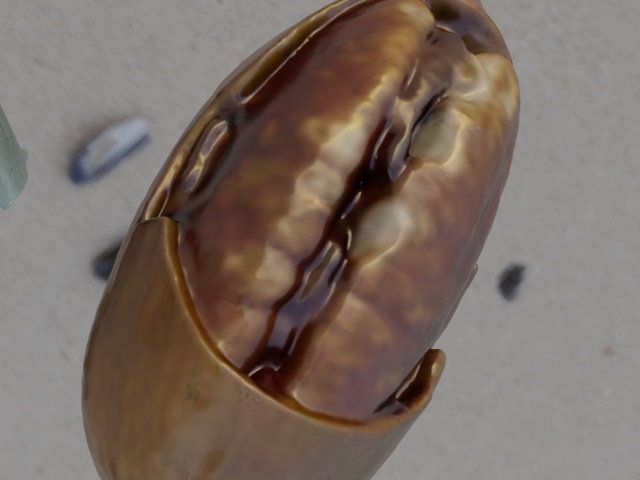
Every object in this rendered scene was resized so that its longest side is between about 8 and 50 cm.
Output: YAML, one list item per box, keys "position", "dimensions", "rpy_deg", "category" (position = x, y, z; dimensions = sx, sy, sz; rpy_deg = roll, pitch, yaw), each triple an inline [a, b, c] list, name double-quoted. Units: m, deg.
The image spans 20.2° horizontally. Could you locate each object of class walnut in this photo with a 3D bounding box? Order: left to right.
- position: [0.000, 0.000, 0.544]
  dimensions: [0.116, 0.115, 0.207]
  rpy_deg: [48, 64, -43]
  category: "walnut"

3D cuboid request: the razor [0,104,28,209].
- position: [-0.168, -0.038, 0.591]
  dimensions: [0.040, 0.135, 0.068]
  rpy_deg: [-63, 142, -49]
  category: "razor"
